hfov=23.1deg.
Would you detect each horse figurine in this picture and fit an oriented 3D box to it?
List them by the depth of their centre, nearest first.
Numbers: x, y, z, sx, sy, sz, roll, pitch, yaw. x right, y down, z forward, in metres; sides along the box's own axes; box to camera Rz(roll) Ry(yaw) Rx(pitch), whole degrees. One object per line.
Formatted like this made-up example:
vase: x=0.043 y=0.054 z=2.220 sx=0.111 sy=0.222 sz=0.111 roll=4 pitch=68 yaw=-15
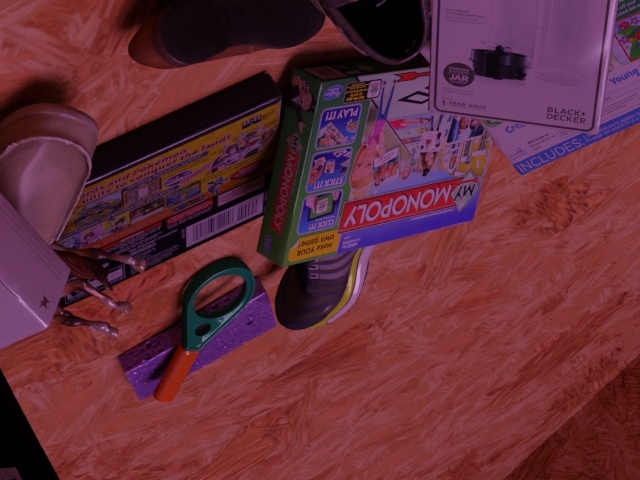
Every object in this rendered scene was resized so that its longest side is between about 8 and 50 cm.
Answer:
horse figurine: x=-0.279 y=0.053 z=1.581 sx=0.174 sy=0.066 sz=0.263 roll=12 pitch=154 yaw=-15

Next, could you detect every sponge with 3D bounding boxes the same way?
sponge: x=-0.158 y=0.130 z=2.033 sx=0.210 sy=0.031 sz=0.117 roll=-29 pitch=157 yaw=-7

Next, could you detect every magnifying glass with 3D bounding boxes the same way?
magnifying glass: x=-0.153 y=0.114 z=1.955 sx=0.092 sy=0.026 sz=0.231 roll=2 pitch=128 yaw=-40

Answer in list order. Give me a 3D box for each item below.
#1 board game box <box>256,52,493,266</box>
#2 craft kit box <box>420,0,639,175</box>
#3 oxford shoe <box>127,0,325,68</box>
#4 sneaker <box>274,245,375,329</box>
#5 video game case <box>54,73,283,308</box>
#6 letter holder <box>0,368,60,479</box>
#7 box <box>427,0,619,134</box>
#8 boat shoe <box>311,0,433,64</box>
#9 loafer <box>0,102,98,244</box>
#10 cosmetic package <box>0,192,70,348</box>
board game box: x=0.076 y=-0.099 z=1.716 sx=0.317 sy=0.046 sz=0.213 roll=-14 pitch=124 yaw=-44
craft kit box: x=0.229 y=-0.205 z=1.519 sx=0.250 sy=0.061 sz=0.246 roll=-24 pitch=123 yaw=34
oxford shoe: x=-0.084 y=-0.199 z=1.409 sx=0.212 sy=0.076 sz=0.076 roll=-18 pitch=-175 yaw=-41
sneaker: x=0.000 y=0.000 z=1.899 sx=0.121 sy=0.111 sz=0.300 roll=-7 pitch=140 yaw=-36
video game case: x=-0.170 y=-0.046 z=1.636 sx=0.275 sy=0.035 sz=0.248 roll=-25 pitch=158 yaw=-16
letter holder: x=-0.406 y=0.293 z=1.669 sx=0.214 sy=0.302 sz=0.152 roll=-42 pitch=157 yaw=23
box: x=0.188 y=-0.243 z=1.400 sx=0.087 sy=0.169 sz=0.290 roll=-70 pitch=164 yaw=-45
boat shoe: x=0.029 y=-0.264 z=1.293 sx=0.132 sy=0.130 sz=0.355 roll=-36 pitch=153 yaw=4
loafer: x=-0.281 y=-0.018 z=1.427 sx=0.102 sy=0.092 sz=0.268 roll=14 pitch=134 yaw=-31
cosmetic package: x=-0.346 y=0.050 z=1.376 sx=0.231 sy=0.085 sz=0.117 roll=-22 pitch=122 yaw=26
